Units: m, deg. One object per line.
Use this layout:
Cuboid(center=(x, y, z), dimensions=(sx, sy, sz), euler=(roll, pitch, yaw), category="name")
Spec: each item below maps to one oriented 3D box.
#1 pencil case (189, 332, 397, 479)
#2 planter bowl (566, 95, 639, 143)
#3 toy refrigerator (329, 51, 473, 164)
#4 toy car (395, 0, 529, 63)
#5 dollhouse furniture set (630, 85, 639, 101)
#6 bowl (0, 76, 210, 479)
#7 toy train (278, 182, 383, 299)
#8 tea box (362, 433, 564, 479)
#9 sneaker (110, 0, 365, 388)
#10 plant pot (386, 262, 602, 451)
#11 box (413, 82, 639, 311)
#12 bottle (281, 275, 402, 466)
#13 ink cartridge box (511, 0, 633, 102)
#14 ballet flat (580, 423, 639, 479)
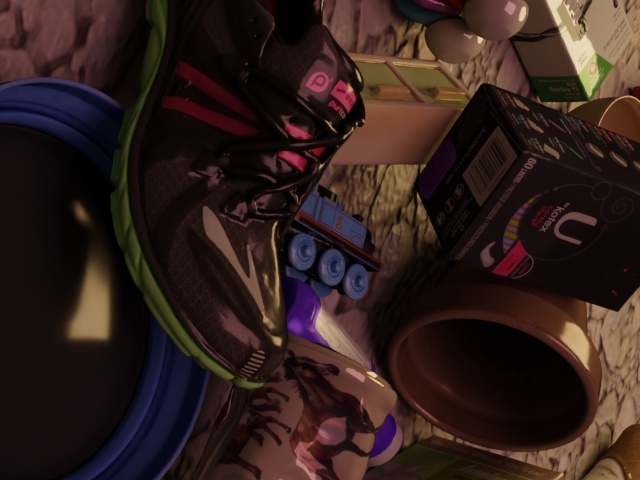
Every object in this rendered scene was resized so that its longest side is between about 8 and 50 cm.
Cuboid(center=(-0.076, 0.279, 1.184), dimensions=(0.183, 0.160, 0.410), euler=(29, 83, -36), category="pencil case")
Cuboid(center=(0.386, -0.126, 1.733), dimensions=(0.162, 0.109, 0.162), euler=(-8, 101, -44), category="planter bowl")
Cuboid(center=(0.060, -0.152, 1.380), dimensions=(0.269, 0.102, 0.094), euler=(-3, 134, -45), category="toy refrigerator")
Cuboid(center=(0.159, -0.309, 1.439), dimensions=(0.136, 0.182, 0.159), euler=(12, 70, -29), category="toy car")
Cuboid(center=(0.611, -0.074, 1.937), dimensions=(0.201, 0.152, 0.374), euler=(-16, 108, -43), category="dollhouse furniture set")
Cuboid(center=(-0.244, 0.054, 1.085), dimensions=(0.391, 0.077, 0.391), euler=(14, 73, -54), category="bowl")
Cuboid(center=(0.000, 0.000, 1.388), dimensions=(0.184, 0.080, 0.105), euler=(30, 69, -44), category="toy train")
Cuboid(center=(0.134, 0.464, 1.494), dimensions=(0.323, 0.220, 0.329), euler=(-23, 112, -42), category="tea box")
Cuboid(center=(-0.064, -0.106, 1.129), dimensions=(0.185, 0.202, 0.483), euler=(27, 58, -54), category="sneaker")
Cuboid(center=(0.242, 0.101, 1.550), dimensions=(0.263, 0.263, 0.229), euler=(60, 39, -33), category="plant pot")
Cuboid(center=(0.273, -0.046, 1.422), dimensions=(0.270, 0.143, 0.165), euler=(16, 124, -28), category="box")
Cuboid(center=(0.002, 0.156, 1.382), dimensions=(0.283, 0.118, 0.092), euler=(51, 46, -36), category="bottle")
Cuboid(center=(0.330, -0.315, 1.661), dimensions=(0.153, 0.087, 0.208), euler=(-53, 129, -26), category="ink cartridge box")
Cuboid(center=(0.435, 0.449, 1.895), dimensions=(0.124, 0.116, 0.342), euler=(15, 90, -26), category="ballet flat")
